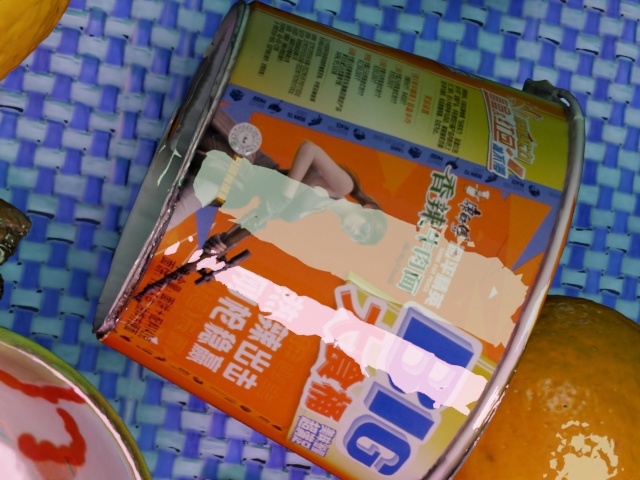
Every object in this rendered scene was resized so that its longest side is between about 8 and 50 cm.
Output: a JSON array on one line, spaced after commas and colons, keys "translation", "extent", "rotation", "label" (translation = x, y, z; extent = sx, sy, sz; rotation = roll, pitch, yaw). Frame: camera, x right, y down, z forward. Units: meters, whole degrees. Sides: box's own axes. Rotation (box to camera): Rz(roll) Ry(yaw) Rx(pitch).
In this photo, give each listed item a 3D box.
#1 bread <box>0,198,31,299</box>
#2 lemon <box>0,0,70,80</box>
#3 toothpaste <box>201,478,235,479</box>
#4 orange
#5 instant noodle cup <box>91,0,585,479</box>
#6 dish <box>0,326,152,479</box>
[{"translation": [-0.233, 0.020, 1.059], "extent": [0.082, 0.060, 0.113], "rotation": [20, 84, -20], "label": "bread"}, {"translation": [-0.257, -0.204, 0.944], "extent": [0.293, 0.293, 0.293], "rotation": [0, 89, -19], "label": "lemon"}, {"translation": [-0.022, 0.192, 1.152], "extent": [0.140, 0.021, 0.037], "rotation": [28, 85, -20], "label": "toothpaste"}, {"translation": [0.159, 0.146, 1.115], "extent": [0.193, 0.219, 0.219], "rotation": [9, 85, 14], "label": "orange"}, {"translation": [0.000, 0.000, 1.038], "extent": [0.214, 0.296, 0.296], "rotation": [23, 82, -10], "label": "instant noodle cup"}, {"translation": [-0.263, 0.196, 1.018], "extent": [0.324, 0.124, 0.324], "rotation": [-2, 96, -24], "label": "dish"}]
